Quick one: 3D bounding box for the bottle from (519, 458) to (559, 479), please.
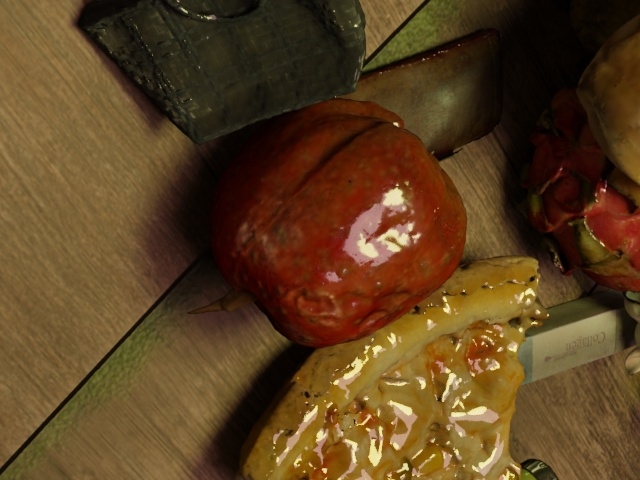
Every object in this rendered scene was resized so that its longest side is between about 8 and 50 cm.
[{"bbox_3d":[0.194,0.359,1.838,0.260,0.112,0.112,-24,118,-32],"label":"bottle"}]

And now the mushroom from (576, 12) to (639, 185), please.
[{"bbox_3d":[0.480,-0.200,1.571,0.397,0.313,0.224,-19,71,-38],"label":"mushroom"}]

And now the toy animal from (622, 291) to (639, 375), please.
[{"bbox_3d":[0.429,0.112,1.885,0.071,0.085,0.124,-37,118,-28],"label":"toy animal"}]

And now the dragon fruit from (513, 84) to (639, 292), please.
[{"bbox_3d":[0.381,-0.072,1.767,0.250,0.269,0.291,-58,137,-19],"label":"dragon fruit"}]

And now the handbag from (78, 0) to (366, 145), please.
[{"bbox_3d":[-0.079,-0.197,1.380,0.175,0.270,0.089,55,28,-41],"label":"handbag"}]

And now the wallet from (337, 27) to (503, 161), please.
[{"bbox_3d":[0.112,-0.146,1.668,0.255,0.031,0.137,-23,118,-32],"label":"wallet"}]

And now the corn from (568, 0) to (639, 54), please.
[{"bbox_3d":[0.420,-0.383,1.791,0.120,0.120,0.363,42,77,-39],"label":"corn"}]

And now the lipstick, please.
[{"bbox_3d":[0.319,0.124,1.898,0.317,0.068,0.066,-13,109,-37],"label":"lipstick"}]

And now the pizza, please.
[{"bbox_3d":[0.083,0.219,1.652,0.392,0.080,0.435,6,87,-31],"label":"pizza"}]

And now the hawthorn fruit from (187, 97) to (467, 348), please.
[{"bbox_3d":[0.018,-0.015,1.488,0.262,0.258,0.258,-57,132,-32],"label":"hawthorn fruit"}]
